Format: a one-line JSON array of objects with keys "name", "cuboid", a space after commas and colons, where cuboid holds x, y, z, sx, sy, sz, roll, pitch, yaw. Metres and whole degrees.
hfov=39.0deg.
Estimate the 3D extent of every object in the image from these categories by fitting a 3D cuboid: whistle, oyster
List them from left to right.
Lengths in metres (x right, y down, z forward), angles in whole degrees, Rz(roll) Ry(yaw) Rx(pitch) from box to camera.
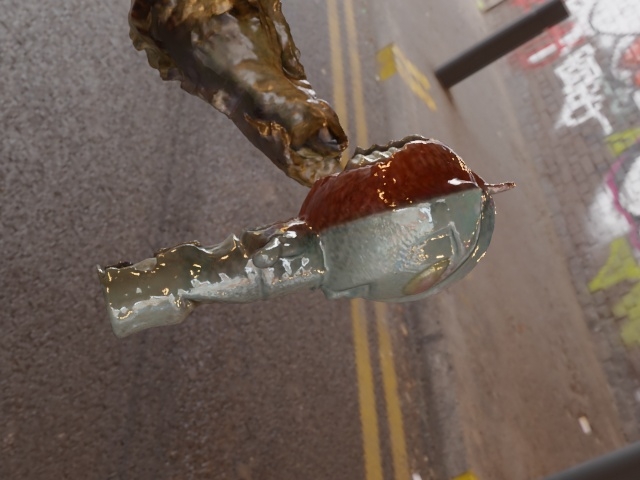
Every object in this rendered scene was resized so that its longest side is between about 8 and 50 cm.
[{"name": "oyster", "cuboid": [-0.096, -0.193, 1.021, 0.337, 0.198, 0.133, 47, 47, 5]}, {"name": "whistle", "cuboid": [0.000, -0.001, 0.719, 0.142, 0.346, 0.133, -137, -145, -66]}]
